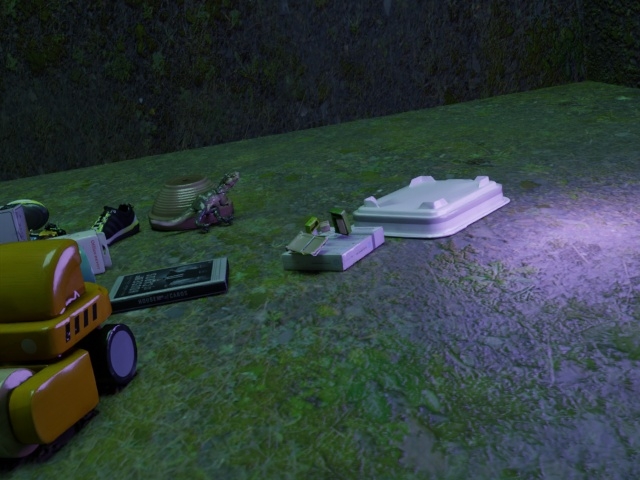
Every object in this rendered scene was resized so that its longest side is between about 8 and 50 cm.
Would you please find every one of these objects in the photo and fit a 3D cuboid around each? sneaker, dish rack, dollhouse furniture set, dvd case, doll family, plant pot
[{"bbox_3d":[-0.945,-0.033,2.409,0.300,0.111,0.121,-18,27,-11],"label":"sneaker"},{"bbox_3d":[0.250,-0.088,1.909,0.285,0.072,0.333,3,18,41],"label":"dish rack"},{"bbox_3d":[0.000,0.000,1.679,0.076,0.059,0.152,11,44,36],"label":"dollhouse furniture set"},{"bbox_3d":[-0.307,0.089,1.678,0.238,0.030,0.179,-10,15,-3],"label":"dvd case"},{"bbox_3d":[-0.738,-0.001,2.199,0.111,0.076,0.193,-3,21,9],"label":"doll family"},{"bbox_3d":[-0.367,-0.116,2.282,0.237,0.110,0.237,-7,19,3],"label":"plant pot"},{"bbox_3d":[-0.577,-0.042,2.186,0.084,0.097,0.234,-2,17,27],"label":"sneaker"}]

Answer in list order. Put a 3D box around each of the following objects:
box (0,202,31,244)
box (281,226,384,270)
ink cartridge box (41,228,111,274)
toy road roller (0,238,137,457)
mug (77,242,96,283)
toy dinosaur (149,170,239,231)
[{"bbox_3d":[-0.865,0.020,2.013,0.290,0.169,0.087,-12,13,-4],"label":"box"},{"bbox_3d":[0.030,0.015,1.721,0.145,0.038,0.186,0,17,31],"label":"box"},{"bbox_3d":[-0.567,0.035,1.913,0.143,0.092,0.090,-13,15,-17],"label":"ink cartridge box"},{"bbox_3d":[-0.428,0.137,1.168,0.202,0.241,0.329,-5,16,17],"label":"toy road roller"},{"bbox_3d":[-0.514,0.079,1.645,0.097,0.129,0.157,-19,18,-30],"label":"mug"},{"bbox_3d":[-0.303,-0.079,2.161,0.268,0.064,0.118,-34,61,-21],"label":"toy dinosaur"}]
